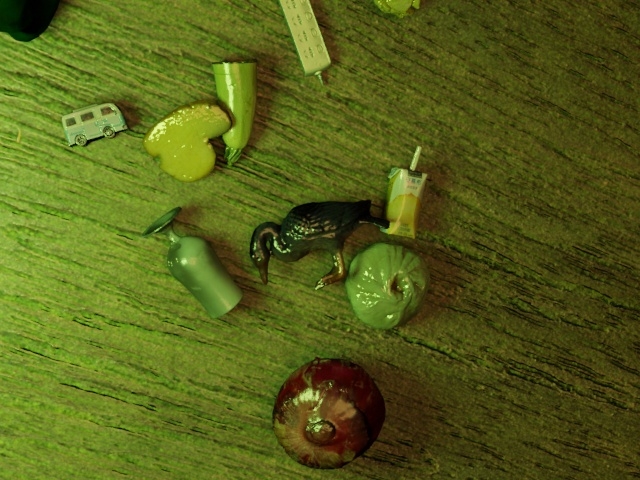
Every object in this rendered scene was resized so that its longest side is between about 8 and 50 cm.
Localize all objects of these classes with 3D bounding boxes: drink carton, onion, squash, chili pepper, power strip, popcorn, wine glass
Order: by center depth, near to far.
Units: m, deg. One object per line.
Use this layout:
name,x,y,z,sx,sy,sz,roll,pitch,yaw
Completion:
chili pepper,-0.596,-0.495,1.519,0.233,0.248,0.257,10,100,13
squash,-0.180,-0.263,1.726,0.094,0.094,0.224,-1,105,-14
wine glass,-0.259,0.049,1.727,0.103,0.103,0.231,-38,108,-7
power strip,-0.037,-0.446,1.758,0.060,0.027,0.253,-23,101,-10
popcorn,0.168,-0.528,1.765,0.121,0.116,0.106,-53,136,-30
onion,0.015,0.373,1.788,0.246,0.190,0.246,1,104,3
drink carton,0.186,-0.109,1.829,0.084,0.074,0.200,11,93,-14

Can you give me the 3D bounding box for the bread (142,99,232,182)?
bread,-0.258,-0.207,1.712,0.187,0.065,0.149,-31,109,9

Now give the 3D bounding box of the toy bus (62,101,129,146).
toy bus,-0.449,-0.234,1.667,0.123,0.060,0.075,-18,97,-9

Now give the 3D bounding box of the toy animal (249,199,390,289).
toy animal,0.000,0.000,1.768,0.298,0.122,0.185,-30,91,-2

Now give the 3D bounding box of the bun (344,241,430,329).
bun,0.150,0.102,1.826,0.195,0.118,0.195,-3,101,-14
